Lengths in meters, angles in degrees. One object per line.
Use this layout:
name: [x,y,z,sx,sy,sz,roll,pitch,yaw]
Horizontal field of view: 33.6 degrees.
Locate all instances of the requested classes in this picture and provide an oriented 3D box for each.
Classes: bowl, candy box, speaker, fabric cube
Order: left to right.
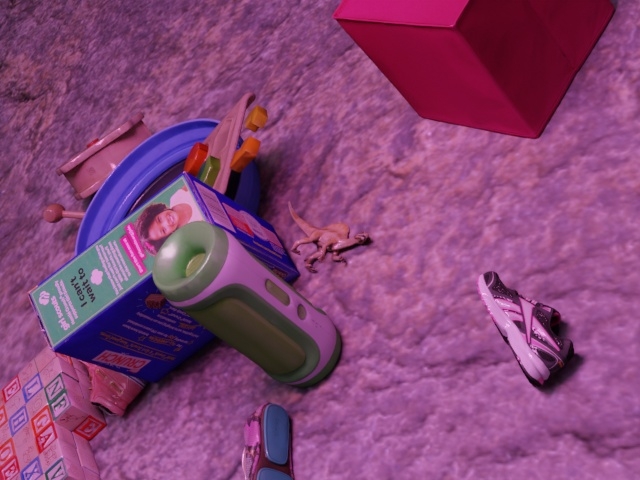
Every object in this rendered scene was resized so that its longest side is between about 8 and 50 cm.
candy box: [-0.236,0.068,1.640,0.317,0.268,0.122,-38,60,11]
bowl: [-0.275,-0.043,1.921,0.391,0.077,0.391,-22,47,25]
speaker: [-0.097,0.095,1.486,0.131,0.296,0.131,-24,45,26]
fabric cube: [0.230,-0.342,1.578,0.254,0.258,0.259,19,72,49]

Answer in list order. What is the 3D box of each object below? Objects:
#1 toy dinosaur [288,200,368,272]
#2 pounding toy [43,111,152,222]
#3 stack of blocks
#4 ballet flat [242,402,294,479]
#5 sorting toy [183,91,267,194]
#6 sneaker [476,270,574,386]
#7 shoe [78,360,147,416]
toy dinosaur: [0.000,0.000,1.682,0.183,0.053,0.092,19,57,40]
pounding toy: [-0.431,-0.123,2.139,0.270,0.154,0.154,-34,12,2]
stack of blocks: [-0.451,0.332,1.774,0.171,0.087,0.297,-42,40,6]
ballet flat: [-0.077,0.327,1.468,0.079,0.077,0.221,-47,31,31]
sorting toy: [-0.169,-0.137,1.719,0.307,0.041,0.229,-38,31,52]
sneaker: [0.265,0.104,1.350,0.077,0.072,0.178,-29,50,4]
shoe: [-0.372,0.238,1.797,0.178,0.063,0.081,16,65,43]
